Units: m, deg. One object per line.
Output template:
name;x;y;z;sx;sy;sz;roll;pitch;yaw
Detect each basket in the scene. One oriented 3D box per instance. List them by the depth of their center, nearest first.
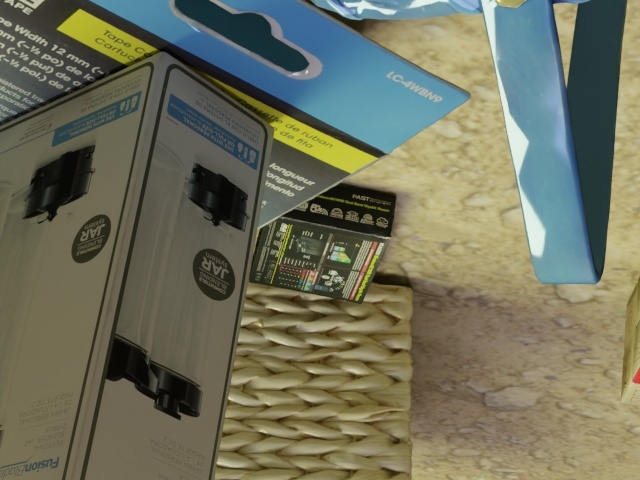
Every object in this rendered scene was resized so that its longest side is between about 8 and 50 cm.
basket;0.089;-0.158;0.612;0.201;0.254;0.289;-1;140;14
basket;-0.086;0.207;1.320;0.331;0.266;0.328;2;152;1

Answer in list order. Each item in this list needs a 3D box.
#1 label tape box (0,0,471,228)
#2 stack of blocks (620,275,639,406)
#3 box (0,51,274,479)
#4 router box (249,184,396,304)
label tape box;-0.111;-0.107;0.928;0.249;0.115;0.348;25;146;-28
stack of blocks;0.322;0.031;1.077;0.171;0.087;0.297;8;153;3
box;-0.130;0.062;0.821;0.169;0.290;0.087;-16;143;39
router box;0.000;0.000;1.173;0.092;0.038;0.122;12;153;-4
